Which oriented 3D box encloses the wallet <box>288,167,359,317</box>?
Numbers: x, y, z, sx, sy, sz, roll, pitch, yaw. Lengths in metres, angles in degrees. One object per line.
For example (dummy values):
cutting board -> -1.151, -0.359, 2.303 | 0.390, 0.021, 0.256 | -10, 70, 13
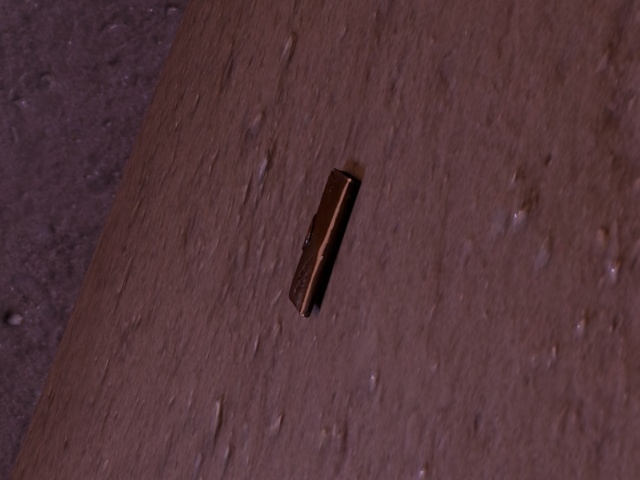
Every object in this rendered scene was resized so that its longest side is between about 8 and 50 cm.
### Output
wallet -> 0.000, 0.000, 2.148 | 0.095, 0.026, 0.176 | -135, 63, -73
